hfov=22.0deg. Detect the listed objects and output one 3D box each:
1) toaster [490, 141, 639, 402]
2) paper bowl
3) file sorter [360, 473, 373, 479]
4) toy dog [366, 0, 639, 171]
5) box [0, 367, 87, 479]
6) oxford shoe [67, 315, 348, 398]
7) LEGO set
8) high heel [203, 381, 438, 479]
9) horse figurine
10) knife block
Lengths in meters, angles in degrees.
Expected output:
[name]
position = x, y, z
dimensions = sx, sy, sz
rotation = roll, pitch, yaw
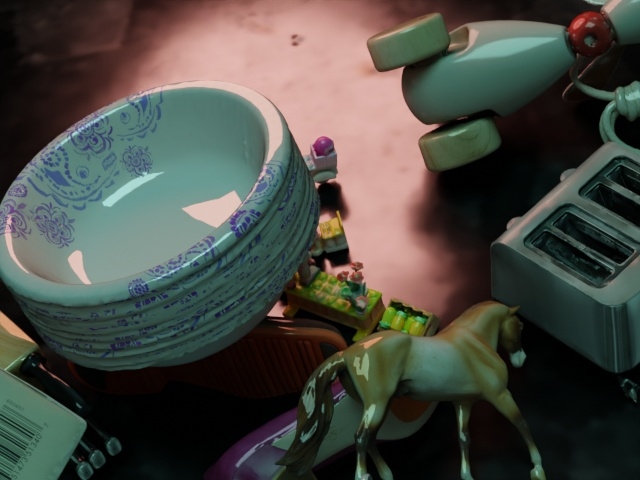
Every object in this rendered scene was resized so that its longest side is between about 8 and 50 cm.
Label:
[toaster]
position = 0.267, 0.020, 1.503
dimensions = 0.168, 0.110, 0.185
rotation = -40, 52, -20
[paper bowl]
position = -0.137, -0.001, 1.474
dimensions = 0.284, 0.148, 0.284
rotation = -16, 38, 13
[file sorter]
position = -0.076, 0.304, 1.287
dimensions = 0.277, 0.173, 0.193
rotation = -7, 48, 7
[toy dog]
position = 0.215, -0.190, 1.679
dimensions = 0.333, 0.220, 0.161
rotation = -1, 16, 3
[box]
position = -0.287, 0.215, 1.351
dimensions = 0.094, 0.275, 0.113
rotation = 33, 53, -6
[oxford shoe]
position = -0.101, 0.083, 1.549
dimensions = 0.271, 0.097, 0.098
rotation = 1, 45, 15
[LEGO set]
position = 0.000, 0.000, 1.589
dimensions = 0.132, 0.107, 0.287
rotation = -24, 47, -8
[high heel]
position = 0.008, 0.161, 1.480
dimensions = 0.244, 0.082, 0.117
rotation = -41, 25, -28
[horse figurine]
position = 0.086, 0.135, 1.411
dimensions = 0.263, 0.066, 0.174
rotation = -2, 72, -26
[knife block]
position = -0.301, 0.123, 1.566
dimensions = 0.242, 0.088, 0.276
rotation = -5, 47, 9
